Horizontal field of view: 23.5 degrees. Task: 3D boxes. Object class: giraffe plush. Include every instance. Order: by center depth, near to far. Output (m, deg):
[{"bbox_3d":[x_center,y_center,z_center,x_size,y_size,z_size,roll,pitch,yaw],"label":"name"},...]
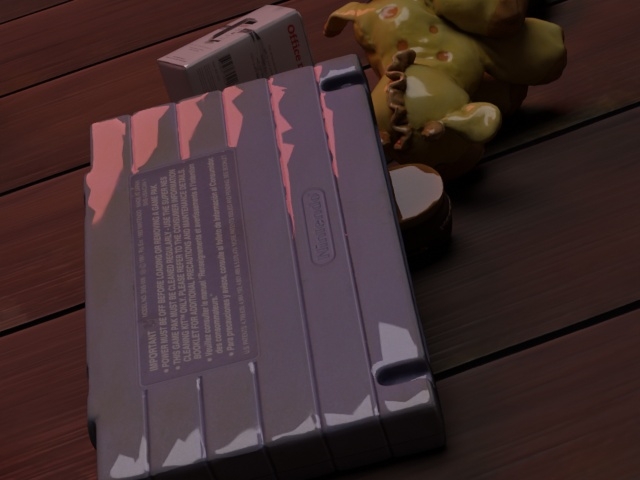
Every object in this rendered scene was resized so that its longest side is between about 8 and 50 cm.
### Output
[{"bbox_3d":[0.096,-0.124,1.266,0.181,0.210,0.170,-34,39,40],"label":"giraffe plush"}]

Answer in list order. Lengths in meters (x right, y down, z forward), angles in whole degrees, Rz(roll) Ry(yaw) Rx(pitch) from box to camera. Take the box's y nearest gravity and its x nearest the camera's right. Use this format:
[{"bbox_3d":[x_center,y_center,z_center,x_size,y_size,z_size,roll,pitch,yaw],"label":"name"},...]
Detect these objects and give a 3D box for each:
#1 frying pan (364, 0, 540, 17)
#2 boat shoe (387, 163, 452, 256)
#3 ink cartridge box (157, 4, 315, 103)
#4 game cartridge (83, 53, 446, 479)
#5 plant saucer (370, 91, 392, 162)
[{"bbox_3d":[0.167,-0.275,1.613,0.197,0.053,0.326,0,30,30],"label":"frying pan"},{"bbox_3d":[0.000,0.000,1.176,0.207,0.073,0.073,-9,58,6],"label":"boat shoe"},{"bbox_3d":[-0.075,-0.153,1.468,0.135,0.099,0.056,-31,29,-27],"label":"ink cartridge box"},{"bbox_3d":[-0.053,0.022,1.080,0.230,0.068,0.355,-17,45,8],"label":"game cartridge"},{"bbox_3d":[0.002,-0.096,1.396,0.168,0.029,0.168,-13,26,7],"label":"plant saucer"}]
